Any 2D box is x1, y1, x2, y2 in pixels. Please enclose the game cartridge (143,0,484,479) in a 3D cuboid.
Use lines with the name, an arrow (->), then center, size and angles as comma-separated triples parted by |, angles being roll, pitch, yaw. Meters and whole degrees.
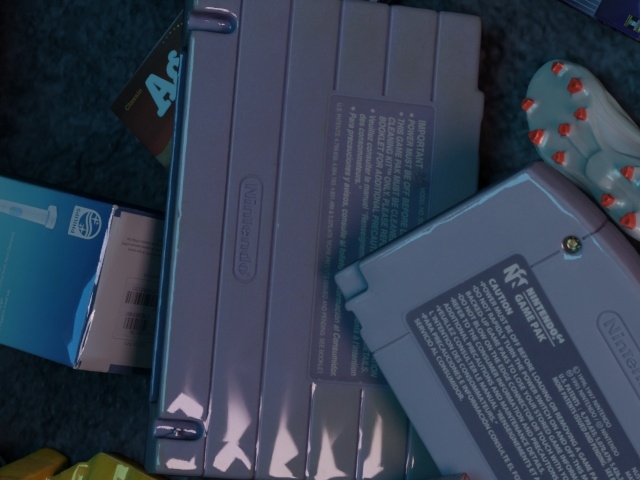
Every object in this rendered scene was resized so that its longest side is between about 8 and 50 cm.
game cartridge -> 0.000, 0.000, 1.439 | 0.068, 0.230, 0.355 | 168, 107, -71

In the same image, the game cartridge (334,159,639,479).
game cartridge -> 0.162, 0.106, 1.358 | 0.198, 0.062, 0.297 | -30, 91, 19

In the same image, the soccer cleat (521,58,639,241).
soccer cleat -> 0.207, -0.057, 1.404 | 0.068, 0.076, 0.196 | -52, 42, 19

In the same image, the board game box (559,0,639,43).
board game box -> 0.222, -0.243, 1.428 | 0.141, 0.048, 0.170 | 33, 100, 31

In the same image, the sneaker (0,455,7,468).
sneaker -> -0.368, 0.268, 1.597 | 0.107, 0.124, 0.283 | 23, 73, 22

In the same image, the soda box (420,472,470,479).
soda box -> 0.036, 0.215, 1.393 | 0.183, 0.058, 0.063 | -18, 107, 44

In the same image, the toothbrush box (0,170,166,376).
toothbrush box -> -0.226, 0.014, 1.553 | 0.295, 0.216, 0.126 | 15, 91, 30

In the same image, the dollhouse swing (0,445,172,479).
dollhouse swing -> -0.212, 0.335, 1.449 | 0.347, 0.305, 0.315 | 23, 95, 31

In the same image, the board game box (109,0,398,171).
board game box -> -0.041, -0.169, 1.583 | 0.145, 0.027, 0.281 | 46, 106, 28
